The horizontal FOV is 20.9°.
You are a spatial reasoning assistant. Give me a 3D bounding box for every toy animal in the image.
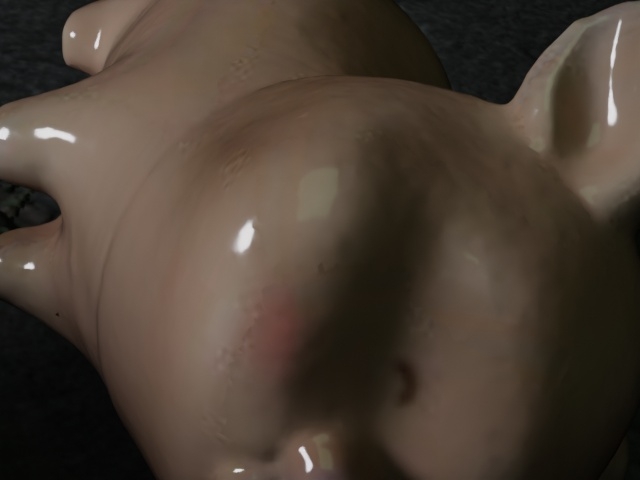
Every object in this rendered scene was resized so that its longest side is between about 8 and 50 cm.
[{"bbox_3d":[0.000,0.000,0.698,0.269,0.237,0.326,3,34,4],"label":"toy animal"}]
